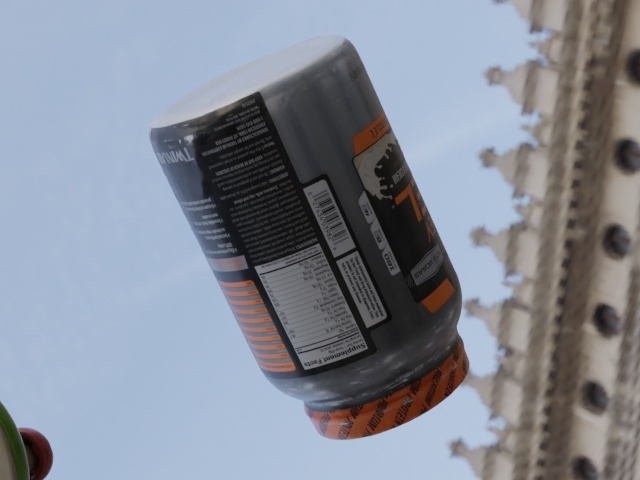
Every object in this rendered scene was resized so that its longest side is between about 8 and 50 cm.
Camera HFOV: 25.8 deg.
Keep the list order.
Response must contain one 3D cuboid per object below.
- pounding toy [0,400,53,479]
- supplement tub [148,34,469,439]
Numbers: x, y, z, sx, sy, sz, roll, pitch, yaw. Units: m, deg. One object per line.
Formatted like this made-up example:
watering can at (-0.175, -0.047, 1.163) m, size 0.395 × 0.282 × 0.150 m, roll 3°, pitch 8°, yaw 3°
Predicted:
pounding toy at (-0.315, 0.194, 1.168) m, size 0.237 × 0.183 × 0.110 m, roll -43°, pitch -9°, yaw 23°
supplement tub at (0.000, 0.000, 1.204) m, size 0.193 × 0.193 × 0.316 m, roll -33°, pitch -73°, yaw -29°
